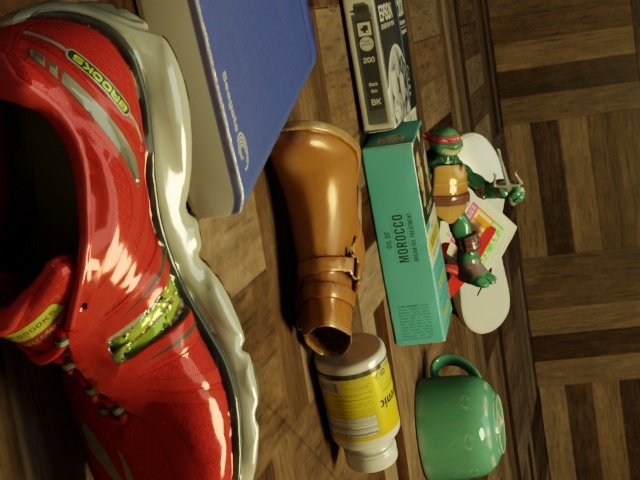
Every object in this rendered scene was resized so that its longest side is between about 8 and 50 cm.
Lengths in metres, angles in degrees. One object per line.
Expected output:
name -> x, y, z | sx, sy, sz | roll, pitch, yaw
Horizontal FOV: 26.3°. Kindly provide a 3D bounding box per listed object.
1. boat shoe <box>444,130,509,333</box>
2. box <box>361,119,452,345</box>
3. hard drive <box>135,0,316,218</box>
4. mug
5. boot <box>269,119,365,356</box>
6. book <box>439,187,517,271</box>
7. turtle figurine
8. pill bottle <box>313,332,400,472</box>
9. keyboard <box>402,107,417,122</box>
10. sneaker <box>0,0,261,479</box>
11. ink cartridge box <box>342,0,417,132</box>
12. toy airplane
boat shoe -> 0.202, -0.018, 1.949 | 0.102, 0.108, 0.301 | 34, -40, 58
box -> 0.103, -0.009, 1.596 | 0.100, 0.060, 0.244 | -64, 145, -67
hard drive -> -0.063, -0.177, 1.011 | 0.318, 0.040, 0.210 | -70, 151, -63
mug -> 0.177, 0.220, 1.714 | 0.129, 0.097, 0.157 | 12, 72, -76
boot -> 0.000, 0.000, 1.133 | 0.197, 0.073, 0.152 | 55, 35, -59
book -> 0.198, -0.017, 1.860 | 0.144, 0.035, 0.096 | 37, 83, -39
turtle figurine -> 0.163, -0.053, 1.705 | 0.118, 0.175, 0.234 | -113, -160, -71
pill bottle -> 0.035, 0.146, 1.218 | 0.065, 0.065, 0.116 | -71, 152, -62
keyboard -> 0.132, -0.062, 1.865 | 0.072, 0.014, 0.255 | -19, 102, -72
sneaker -> -0.112, 0.032, 0.633 | 0.118, 0.107, 0.279 | -35, 116, -55
ink cartridge box -> 0.067, -0.243, 1.600 | 0.206, 0.045, 0.208 | -50, 130, -73
toy airplane -> 0.178, 0.037, 1.822 | 0.028, 0.151, 0.151 | 48, -17, 45
